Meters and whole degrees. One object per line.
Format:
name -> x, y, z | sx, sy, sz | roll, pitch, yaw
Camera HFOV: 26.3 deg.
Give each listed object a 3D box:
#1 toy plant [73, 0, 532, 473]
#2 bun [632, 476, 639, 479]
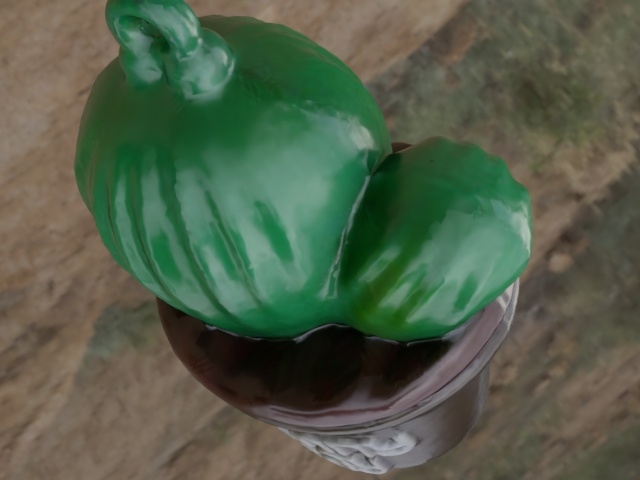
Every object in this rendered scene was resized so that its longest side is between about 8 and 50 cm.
toy plant -> 0.000, 0.000, 0.417 | 0.105, 0.143, 0.200 | -59, 147, -22
bun -> 0.220, 0.203, 0.680 | 0.263, 0.175, 0.263 | -21, 156, -10
